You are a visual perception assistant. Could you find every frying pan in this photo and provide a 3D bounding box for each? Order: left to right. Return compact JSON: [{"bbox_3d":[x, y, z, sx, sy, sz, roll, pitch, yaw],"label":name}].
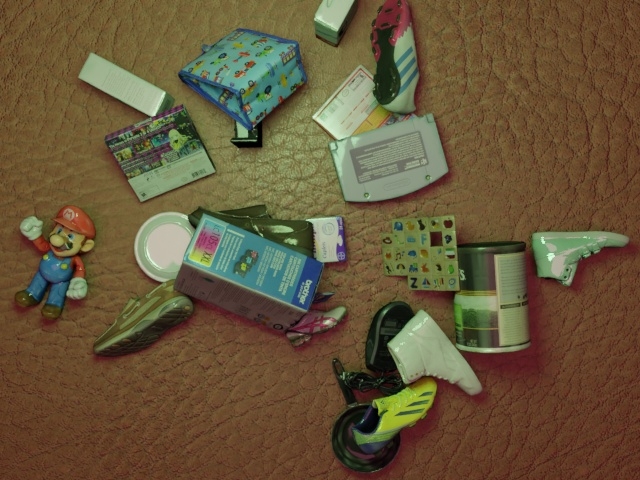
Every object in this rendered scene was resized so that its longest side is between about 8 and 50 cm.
[{"bbox_3d":[0.083,0.509,1.949,0.197,0.053,0.326,-44,90,0],"label":"frying pan"}]

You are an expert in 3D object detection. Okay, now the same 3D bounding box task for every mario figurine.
[{"bbox_3d":[-0.727,0.053,1.878,0.198,0.170,0.320,18,102,-34],"label":"mario figurine"}]

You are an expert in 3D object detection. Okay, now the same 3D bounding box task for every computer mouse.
[{"bbox_3d":[0.173,0.290,1.924,0.188,0.072,0.272,14,97,-24],"label":"computer mouse"}]

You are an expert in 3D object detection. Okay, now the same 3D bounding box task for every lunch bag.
[{"bbox_3d":[-0.221,-0.457,1.818,0.293,0.138,0.221,34,67,30],"label":"lunch bag"}]

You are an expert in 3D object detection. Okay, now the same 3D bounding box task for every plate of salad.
[{"bbox_3d":[-0.419,0.019,1.937,0.200,0.048,0.199,0,86,-4],"label":"plate of salad"}]

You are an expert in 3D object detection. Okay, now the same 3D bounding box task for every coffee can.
[{"bbox_3d":[0.456,0.146,1.856,0.202,0.201,0.275,-4,92,1],"label":"coffee can"}]

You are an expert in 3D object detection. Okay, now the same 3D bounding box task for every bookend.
[{"bbox_3d":[-0.200,-0.335,1.867,0.072,0.157,0.156,-1,93,0],"label":"bookend"}]

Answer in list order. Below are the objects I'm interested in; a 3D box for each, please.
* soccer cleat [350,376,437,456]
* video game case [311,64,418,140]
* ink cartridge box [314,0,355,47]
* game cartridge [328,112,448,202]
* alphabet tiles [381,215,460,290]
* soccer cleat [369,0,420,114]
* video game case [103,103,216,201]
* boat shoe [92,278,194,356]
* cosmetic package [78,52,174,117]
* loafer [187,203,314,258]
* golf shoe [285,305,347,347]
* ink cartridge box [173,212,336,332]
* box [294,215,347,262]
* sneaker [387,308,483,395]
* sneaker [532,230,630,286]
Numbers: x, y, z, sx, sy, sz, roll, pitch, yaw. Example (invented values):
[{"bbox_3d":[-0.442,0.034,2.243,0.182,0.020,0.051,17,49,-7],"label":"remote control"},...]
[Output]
[{"bbox_3d":[0.205,0.460,1.887,0.289,0.093,0.121,-39,108,-19],"label":"soccer cleat"},{"bbox_3d":[0.147,-0.320,1.929,0.285,0.025,0.204,43,92,-1],"label":"video game case"},{"bbox_3d":[0.043,-0.605,1.843,0.072,0.175,0.127,29,93,0],"label":"ink cartridge box"},{"bbox_3d":[0.189,-0.214,1.895,0.297,0.062,0.198,-15,96,1],"label":"game cartridge"},{"bbox_3d":[0.267,0.037,1.876,0.237,0.009,0.198,-2,94,41],"label":"alphabet tiles"},{"bbox_3d":[0.212,-0.499,1.891,0.116,0.143,0.331,-8,72,41],"label":"soccer cleat"},{"bbox_3d":[-0.432,-0.234,1.879,0.232,0.042,0.210,-22,126,2],"label":"video game case"},{"bbox_3d":[-0.498,0.218,1.924,0.324,0.123,0.116,-30,62,10],"label":"boat shoe"},{"bbox_3d":[-0.526,-0.414,1.888,0.231,0.117,0.085,26,91,0],"label":"cosmetic package"},{"bbox_3d":[-0.179,-0.034,1.874,0.366,0.134,0.130,15,74,9],"label":"loafer"},{"bbox_3d":[-0.015,0.224,1.932,0.186,0.067,0.086,-28,90,2],"label":"golf shoe"},{"bbox_3d":[-0.165,0.107,1.799,0.395,0.270,0.151,25,66,-8],"label":"ink cartridge box"},{"bbox_3d":[0.000,0.000,1.920,0.137,0.072,0.126,-5,92,1],"label":"box"},{"bbox_3d":[0.303,0.350,1.893,0.169,0.108,0.292,-41,100,-7],"label":"sneaker"},{"bbox_3d":[0.717,0.050,1.902,0.256,0.094,0.151,-2,86,10],"label":"sneaker"}]
